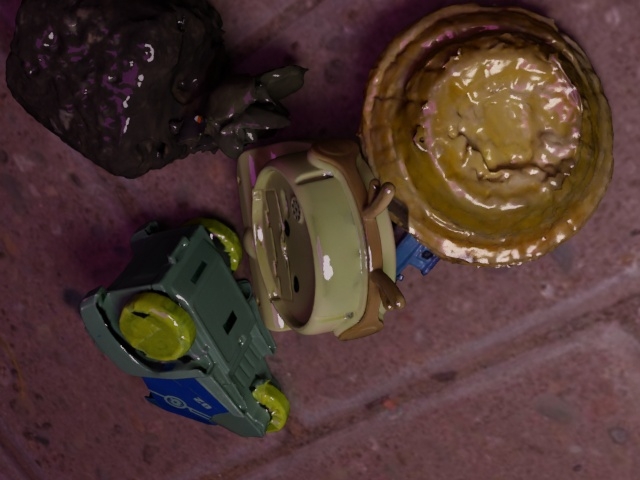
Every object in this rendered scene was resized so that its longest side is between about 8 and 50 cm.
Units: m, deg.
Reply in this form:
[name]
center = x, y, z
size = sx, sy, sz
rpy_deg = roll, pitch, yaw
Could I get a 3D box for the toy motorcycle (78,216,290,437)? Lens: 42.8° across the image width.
[toy motorcycle]
center = -0.179, 0.145, 1.107
size = 0.200, 0.191, 0.326
rpy_deg = -8, 122, 25

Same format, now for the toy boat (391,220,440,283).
[toy boat]
center = 0.115, -0.011, 0.982
size = 0.097, 0.100, 0.223
rpy_deg = 26, 120, -20

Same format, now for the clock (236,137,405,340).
[clock]
center = 0.000, 0.000, 0.913
size = 0.096, 0.308, 0.235
rpy_deg = -10, 96, -23

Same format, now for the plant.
[plant]
center = -0.181, -0.178, 0.946
size = 0.312, 0.215, 0.213
rpy_deg = 28, 114, 3

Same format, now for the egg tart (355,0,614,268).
[egg tart]
center = 0.178, -0.111, 0.858
size = 0.290, 0.115, 0.290
rpy_deg = 0, 94, 2
